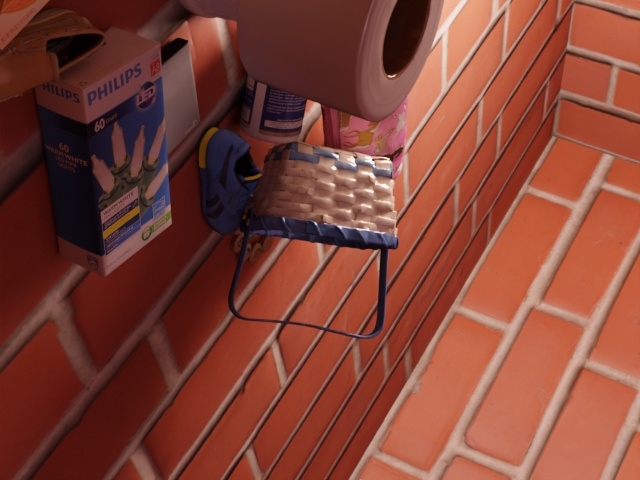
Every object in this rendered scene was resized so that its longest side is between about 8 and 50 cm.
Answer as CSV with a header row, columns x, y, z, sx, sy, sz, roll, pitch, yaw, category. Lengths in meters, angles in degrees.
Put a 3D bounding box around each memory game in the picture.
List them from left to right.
x,y,z,sx,sy,sz,roll,pitch,yaw,category
-0.096,-0.045,1.666,0.186,0.012,0.186,-49,152,-38,memory game

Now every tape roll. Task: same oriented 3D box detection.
x,y,z,sx,sy,sz,roll,pitch,yaw,category
0.032,-0.286,1.219,0.246,0.169,0.246,-51,154,-36,tape roll

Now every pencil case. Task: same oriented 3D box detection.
x,y,z,sx,sy,sz,roll,pitch,yaw,category
0.065,-0.215,1.627,0.386,0.167,0.160,79,1,-67,pencil case

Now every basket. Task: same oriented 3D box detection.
x,y,z,sx,sy,sz,roll,pitch,yaw,category
0.000,0.000,1.554,0.201,0.255,0.289,167,-66,-68,basket

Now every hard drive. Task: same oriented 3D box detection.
x,y,z,sx,sy,sz,roll,pitch,yaw,category
-0.197,-0.182,1.278,0.094,0.022,0.135,-52,154,-36,hard drive

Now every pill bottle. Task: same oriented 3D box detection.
x,y,z,sx,sy,sz,roll,pitch,yaw,category
-0.061,-0.237,1.448,0.094,0.094,0.169,-32,140,-56,pill bottle

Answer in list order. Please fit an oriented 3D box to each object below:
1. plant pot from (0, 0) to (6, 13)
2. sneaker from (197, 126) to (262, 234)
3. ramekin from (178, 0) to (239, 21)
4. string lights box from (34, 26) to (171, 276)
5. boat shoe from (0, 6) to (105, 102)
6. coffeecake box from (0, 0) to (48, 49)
x,y,z,sx,sy,sz,roll,pitch,yaw,category
-0.303,-0.284,0.611,0.291,0.291,0.203,69,31,-60,plant pot
-0.129,-0.075,1.467,0.069,0.082,0.209,-54,156,-36,sneaker
-0.087,-0.370,1.235,0.207,0.109,0.207,-50,153,-37,ramekin
-0.250,-0.101,1.155,0.133,0.077,0.259,-45,149,-42,string lights box
-0.291,-0.180,0.984,0.190,0.072,0.068,-48,152,-40,boat shoe
-0.296,-0.289,0.871,0.142,0.068,0.185,-56,155,-25,coffeecake box
